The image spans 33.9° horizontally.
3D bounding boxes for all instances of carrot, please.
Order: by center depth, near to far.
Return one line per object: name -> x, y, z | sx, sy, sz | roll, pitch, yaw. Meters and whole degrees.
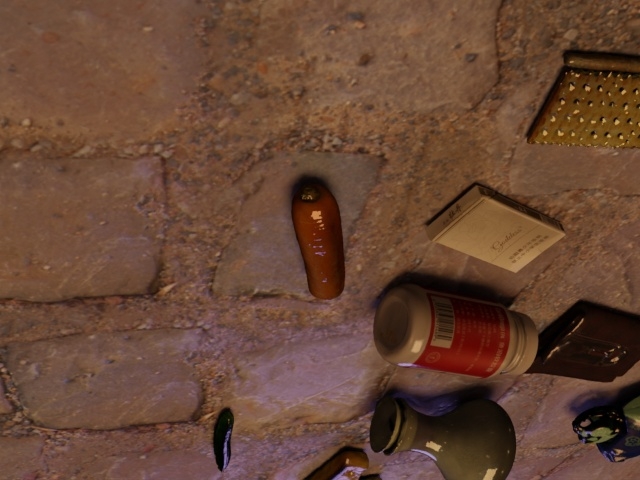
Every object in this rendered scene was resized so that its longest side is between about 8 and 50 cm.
carrot -> 0.000, 0.000, 1.467 | 0.067, 0.067, 0.225 | -12, 144, -2

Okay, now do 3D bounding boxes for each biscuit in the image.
biscuit -> 0.403, -0.174, 1.408 | 0.232, 0.016, 0.139 | 1, 140, -17
biscuit -> 0.068, 0.482, 2.116 | 0.183, 0.039, 0.174 | 20, 129, -36

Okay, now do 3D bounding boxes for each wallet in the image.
wallet -> 0.488, 0.192, 1.871 | 0.229, 0.049, 0.182 | 12, 132, -32

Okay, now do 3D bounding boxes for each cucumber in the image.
cucumber -> -0.176, 0.361, 1.893 | 0.036, 0.033, 0.184 | 15, 139, 4

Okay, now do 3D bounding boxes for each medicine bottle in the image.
medicine bottle -> 0.215, 0.148, 1.663 | 0.250, 0.131, 0.131 | 13, 135, -30

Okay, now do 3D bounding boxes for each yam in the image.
yam -> 0.359, -0.224, 1.327 | 0.116, 0.021, 0.021 | 2, 140, -19

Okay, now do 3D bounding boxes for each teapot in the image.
teapot -> 0.223, 0.361, 1.914 | 0.251, 0.183, 0.183 | 18, 133, -19

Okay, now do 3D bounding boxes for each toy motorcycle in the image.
toy motorcycle -> 0.663, 0.354, 2.077 | 0.331, 0.125, 0.196 | -13, 144, 5

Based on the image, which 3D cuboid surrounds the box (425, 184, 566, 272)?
box -> 0.261, -0.015, 1.556 | 0.198, 0.029, 0.109 | 20, 131, -37
